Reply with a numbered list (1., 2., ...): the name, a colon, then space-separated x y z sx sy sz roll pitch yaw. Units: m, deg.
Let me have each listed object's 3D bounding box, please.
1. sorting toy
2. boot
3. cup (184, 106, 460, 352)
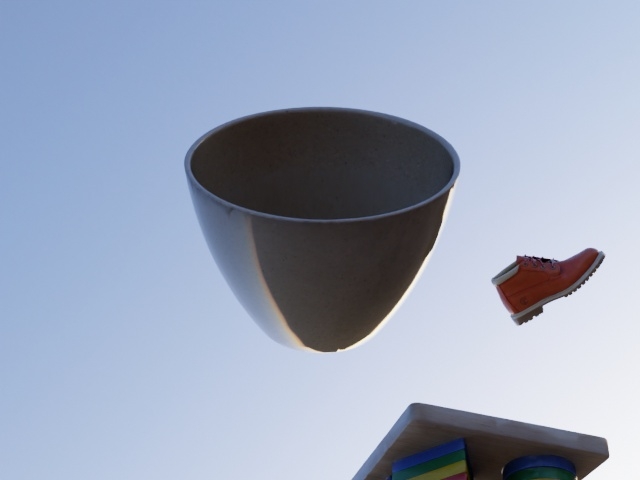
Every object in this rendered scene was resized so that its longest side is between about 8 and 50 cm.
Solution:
1. sorting toy: 0.190 0.321 1.180 0.257 0.089 0.255 13 -40 -11
2. boot: 0.316 0.044 1.314 0.158 0.084 0.059 -35 1 14
3. cup: 0.000 0.000 1.188 0.331 0.331 0.237 -20 -55 -33
